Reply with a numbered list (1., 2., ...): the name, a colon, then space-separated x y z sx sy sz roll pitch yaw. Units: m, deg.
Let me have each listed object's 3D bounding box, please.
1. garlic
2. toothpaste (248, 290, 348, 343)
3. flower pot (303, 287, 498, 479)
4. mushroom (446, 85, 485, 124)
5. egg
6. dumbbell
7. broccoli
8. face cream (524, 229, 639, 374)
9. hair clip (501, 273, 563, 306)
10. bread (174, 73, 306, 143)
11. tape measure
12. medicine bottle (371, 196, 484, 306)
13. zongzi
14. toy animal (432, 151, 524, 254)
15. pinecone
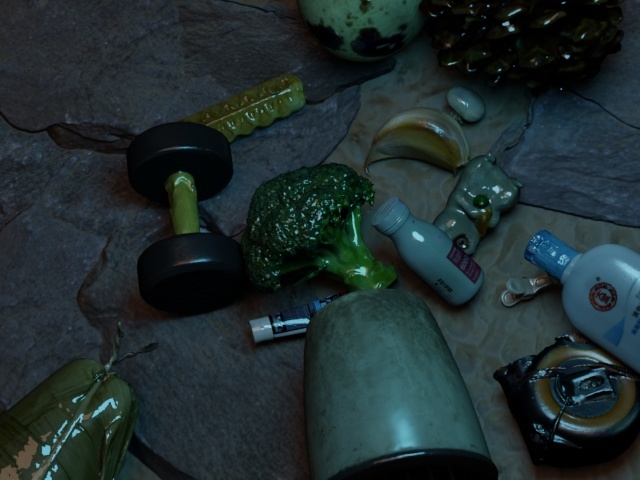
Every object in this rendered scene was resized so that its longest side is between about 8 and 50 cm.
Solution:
1. garlic: 0.188 -0.203 2.009 0.207 0.128 0.115 2 40 22
2. toothpaste: -0.032 0.148 1.911 0.194 0.045 0.071 -15 62 -8
3. flower pot: 0.109 0.264 1.688 0.294 0.293 0.330 -13 57 6
4. mushroom: 0.276 -0.258 2.036 0.079 0.085 0.085 -53 55 32
5. egg: 0.096 -0.531 2.089 0.288 0.287 0.379 -1 50 13
6. dumbbell: -0.253 -0.043 1.967 0.204 0.203 0.322 -14 62 6
7. broccoli: 0.000 0.000 1.866 0.297 0.297 0.297 42 78 5
8. face cream: 0.477 0.093 1.673 0.337 0.080 0.163 38 111 29
9. hair clip: 0.427 0.062 1.832 0.226 0.072 0.034 -17 64 3
10. bread: -0.201 -0.239 2.128 0.368 0.084 0.077 -24 18 -1
11. tape measure: 0.417 0.262 1.696 0.223 0.135 0.202 -17 52 -2
12. medicine bottle: 0.187 0.018 1.833 0.217 0.090 0.090 43 75 -16
13. zongzi: -0.383 0.458 1.799 0.500 0.218 0.467 -39 87 -21
14. toy animal: 0.260 -0.037 1.909 0.251 0.127 0.125 -48 55 7
15. pinecone: 0.383 -0.439 1.936 0.398 0.397 0.397 -5 63 10
